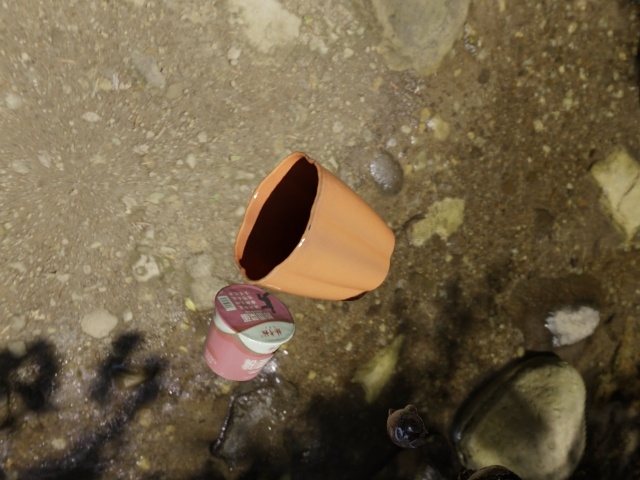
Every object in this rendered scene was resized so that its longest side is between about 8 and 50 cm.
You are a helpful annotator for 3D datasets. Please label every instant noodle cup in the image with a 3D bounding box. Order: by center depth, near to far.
[{"bbox_3d":[-0.210,0.259,1.360,0.234,0.235,0.178,15,118,-27],"label":"instant noodle cup"}]

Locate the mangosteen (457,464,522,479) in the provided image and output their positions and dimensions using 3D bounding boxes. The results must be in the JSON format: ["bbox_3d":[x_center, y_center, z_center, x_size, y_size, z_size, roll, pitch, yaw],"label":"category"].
[{"bbox_3d":[0.449,0.748,1.134,0.381,0.421,0.381,1,98,9],"label":"mangosteen"}]

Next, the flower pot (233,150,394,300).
[{"bbox_3d":[0.000,0.000,0.687,0.173,0.190,0.191,29,83,-32],"label":"flower pot"}]

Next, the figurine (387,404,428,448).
[{"bbox_3d":[0.269,0.583,1.536,0.125,0.138,0.125,1,99,9],"label":"figurine"}]
